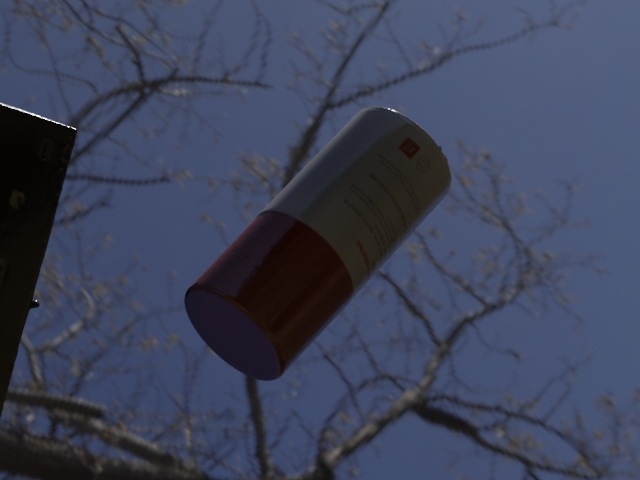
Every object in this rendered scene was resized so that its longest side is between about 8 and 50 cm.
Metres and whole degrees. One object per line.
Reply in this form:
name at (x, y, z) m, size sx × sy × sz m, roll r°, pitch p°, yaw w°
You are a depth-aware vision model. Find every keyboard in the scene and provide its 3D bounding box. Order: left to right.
keyboard at (-0.296, 0.039, 1.355) m, size 0.106 × 0.027 × 0.317 m, roll 20°, pitch -99°, yaw -37°

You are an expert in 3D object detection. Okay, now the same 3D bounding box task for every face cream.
face cream at (0.000, 0.000, 1.150) m, size 0.214 × 0.096 × 0.096 m, roll -47°, pitch -47°, yaw -29°
